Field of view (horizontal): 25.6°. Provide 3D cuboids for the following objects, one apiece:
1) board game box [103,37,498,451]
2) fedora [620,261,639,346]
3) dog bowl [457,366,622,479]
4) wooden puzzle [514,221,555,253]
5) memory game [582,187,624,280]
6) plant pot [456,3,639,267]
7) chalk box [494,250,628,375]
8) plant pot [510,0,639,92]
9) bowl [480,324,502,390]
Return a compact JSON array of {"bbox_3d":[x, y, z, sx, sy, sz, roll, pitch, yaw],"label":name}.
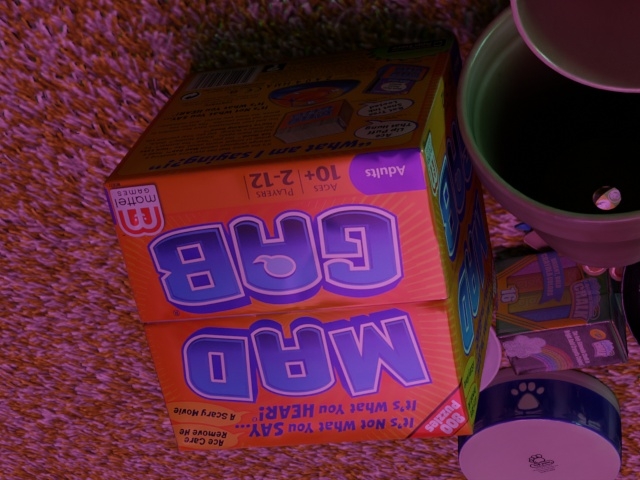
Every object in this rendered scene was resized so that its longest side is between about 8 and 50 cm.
[{"bbox_3d":[0.000,0.000,1.694,0.356,0.356,0.356,-5,115,15],"label":"board game box"},{"bbox_3d":[0.540,0.077,1.793,0.334,0.152,0.334,6,119,10],"label":"fedora"},{"bbox_3d":[0.355,0.319,2.286,0.265,0.104,0.265,4,139,3],"label":"dog bowl"},{"bbox_3d":[0.333,-0.006,1.980,0.078,0.014,0.116,-31,129,31],"label":"wooden puzzle"},{"bbox_3d":[0.409,-0.028,1.884,0.186,0.012,0.186,-1,115,-2],"label":"memory game"},{"bbox_3d":[0.340,-0.107,1.673,0.323,0.323,0.280,-3,155,12],"label":"plant pot"},{"bbox_3d":[0.363,0.095,1.991,0.213,0.132,0.132,-9,146,17],"label":"chalk box"},{"bbox_3d":[0.317,-0.333,1.400,0.256,0.274,0.256,4,139,3],"label":"plant pot"},{"bbox_3d":[0.118,0.116,2.063,0.297,0.134,0.298,4,139,4],"label":"bowl"}]
